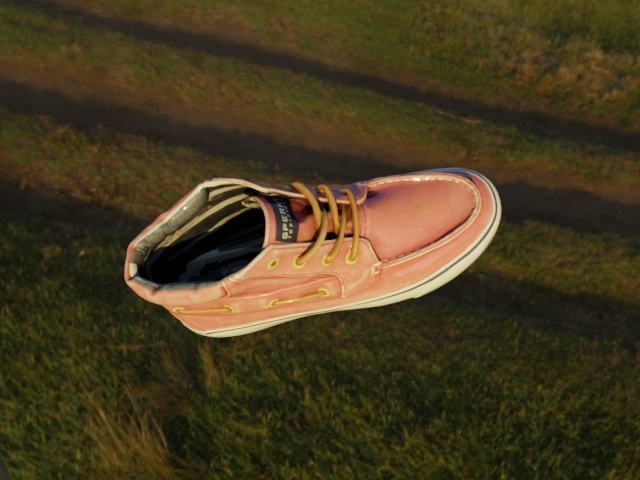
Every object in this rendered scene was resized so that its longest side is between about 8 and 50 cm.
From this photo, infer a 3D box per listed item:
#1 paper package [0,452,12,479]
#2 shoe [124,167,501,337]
[{"bbox_3d":[-0.336,0.287,0.436,0.309,0.168,0.325,-50,41,-8],"label":"paper package"},{"bbox_3d":[0.000,0.000,0.331,0.178,0.081,0.063,-18,69,8],"label":"shoe"}]
